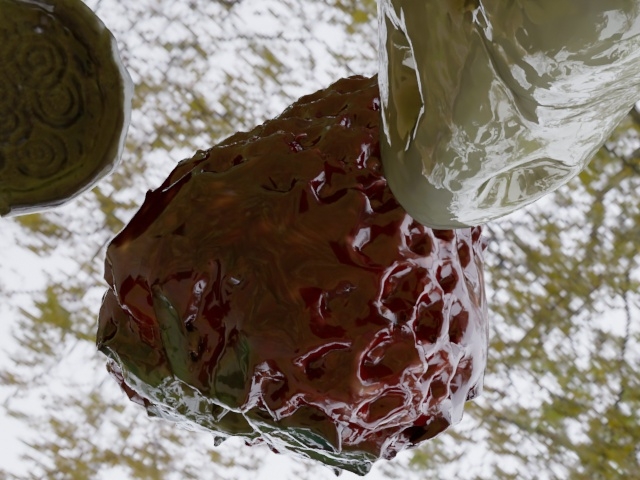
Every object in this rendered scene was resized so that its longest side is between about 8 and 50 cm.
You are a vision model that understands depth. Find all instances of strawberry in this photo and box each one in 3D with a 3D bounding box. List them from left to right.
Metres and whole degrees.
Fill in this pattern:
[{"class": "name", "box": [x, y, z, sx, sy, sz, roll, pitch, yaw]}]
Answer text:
[{"class": "strawberry", "box": [0.000, 0.000, 0.925, 0.317, 0.295, 0.345, -16, -132, 61]}]

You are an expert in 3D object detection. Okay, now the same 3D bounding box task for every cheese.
[{"class": "cheese", "box": [0.082, -0.195, 0.618, 0.129, 0.351, 0.328, -13, -104, -12]}]

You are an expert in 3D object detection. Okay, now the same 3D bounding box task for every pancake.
[{"class": "pancake", "box": [-0.279, -0.133, 1.022, 0.212, 0.235, 0.029, -64, -161, 3]}]
